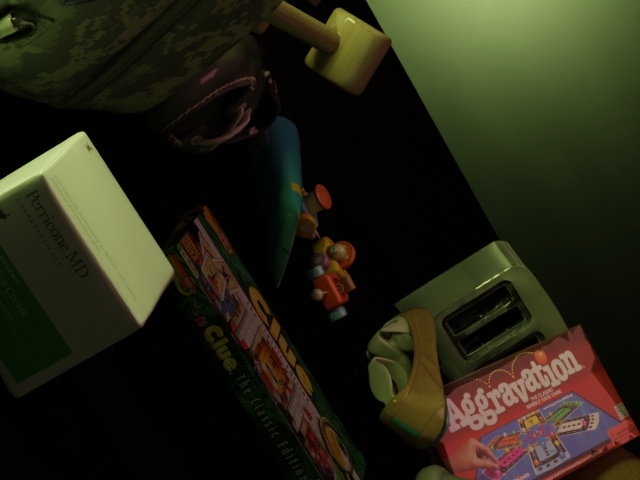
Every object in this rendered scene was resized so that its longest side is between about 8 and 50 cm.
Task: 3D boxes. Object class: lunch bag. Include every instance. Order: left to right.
[{"bbox_3d":[-0.189,-0.244,1.040,0.256,0.212,0.305,0,59,-58],"label":"lunch bag"}]

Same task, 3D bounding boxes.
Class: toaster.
[{"bbox_3d":[0.207,0.108,1.873,0.168,0.185,0.110,58,2,-19],"label":"toaster"}]

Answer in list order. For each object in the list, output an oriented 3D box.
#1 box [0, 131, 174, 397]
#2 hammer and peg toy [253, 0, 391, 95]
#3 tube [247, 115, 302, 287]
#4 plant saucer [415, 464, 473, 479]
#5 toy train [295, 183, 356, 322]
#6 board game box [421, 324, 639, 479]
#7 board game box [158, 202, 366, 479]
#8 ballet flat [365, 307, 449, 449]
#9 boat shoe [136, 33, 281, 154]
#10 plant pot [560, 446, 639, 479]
[{"bbox_3d":[-0.147,0.012,0.862,0.101,0.087,0.102,58,12,-11],"label":"box"},{"bbox_3d":[-0.093,-0.284,1.352,0.361,0.127,0.266,37,4,24],"label":"hammer and peg toy"},{"bbox_3d":[-0.039,-0.047,1.505,0.207,0.052,0.080,-98,-164,-56],"label":"tube"},{"bbox_3d":[0.206,0.369,1.383,0.400,0.100,0.400,-25,90,-83],"label":"plant saucer"},{"bbox_3d":[0.000,0.000,1.603,0.166,0.046,0.125,63,12,8],"label":"toy train"},{"bbox_3d":[0.222,0.197,1.716,0.281,0.027,0.145,-19,76,-39],"label":"board game box"},{"bbox_3d":[-0.043,0.100,1.238,0.260,0.030,0.136,58,10,-11],"label":"board game box"},{"bbox_3d":[0.083,0.124,1.611,0.073,0.080,0.232,25,21,-15],"label":"ballet flat"},{"bbox_3d":[-0.083,-0.124,1.392,0.095,0.112,0.335,55,9,-7],"label":"boat shoe"},{"bbox_3d":[0.322,0.333,1.816,0.254,0.237,0.237,50,8,18],"label":"plant pot"}]
